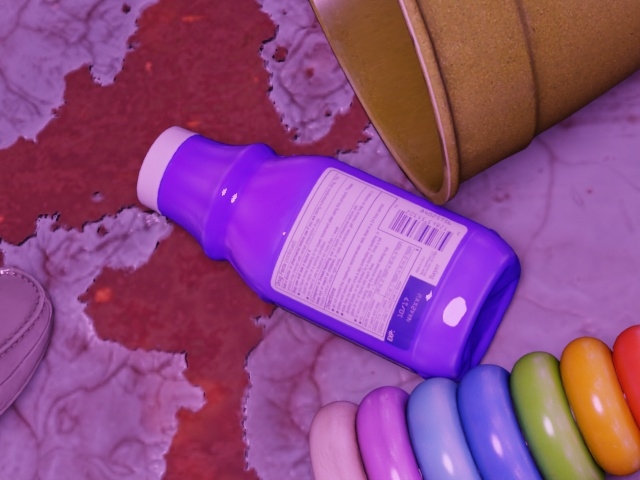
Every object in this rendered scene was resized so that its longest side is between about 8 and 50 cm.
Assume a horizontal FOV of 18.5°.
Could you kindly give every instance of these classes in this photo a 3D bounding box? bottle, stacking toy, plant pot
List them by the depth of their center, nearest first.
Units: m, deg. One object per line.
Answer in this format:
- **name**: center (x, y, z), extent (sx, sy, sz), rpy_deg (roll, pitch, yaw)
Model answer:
- **stacking toy**: center (0.164, 0.119, 1.311), extent (0.330, 0.141, 0.141), rpy_deg (-24, 71, 13)
- **plant pot**: center (0.165, -0.263, 1.346), extent (0.353, 0.366, 0.366), rpy_deg (-25, 70, -6)
- **bottle**: center (0.000, 0.000, 1.427), extent (0.283, 0.092, 0.118), rpy_deg (24, 84, 19)

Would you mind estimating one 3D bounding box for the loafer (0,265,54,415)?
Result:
- **loafer**: center (-0.307, 0.100, 1.394), extent (0.112, 0.111, 0.319), rpy_deg (23, 41, 24)
